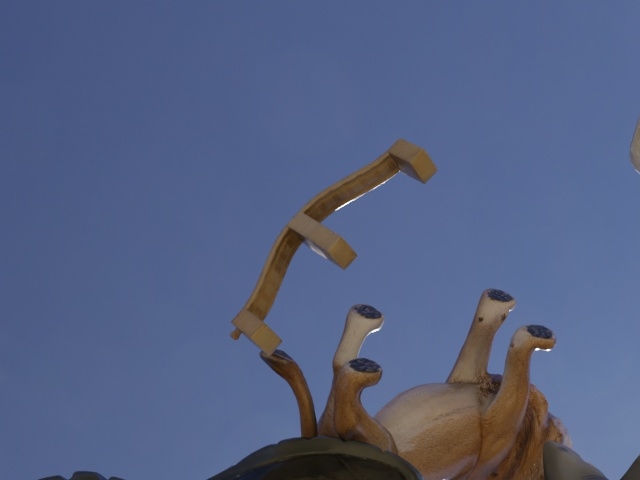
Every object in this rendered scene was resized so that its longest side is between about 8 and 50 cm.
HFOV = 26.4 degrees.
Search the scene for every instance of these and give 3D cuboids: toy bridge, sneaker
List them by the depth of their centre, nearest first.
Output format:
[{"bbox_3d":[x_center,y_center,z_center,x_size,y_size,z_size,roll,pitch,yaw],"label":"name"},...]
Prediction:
[{"bbox_3d":[0.000,0.000,0.978,0.188,0.063,0.026,-47,-52,-7],"label":"toy bridge"},{"bbox_3d":[-0.078,0.251,1.074,0.341,0.125,0.139,-10,-140,-1],"label":"sneaker"}]

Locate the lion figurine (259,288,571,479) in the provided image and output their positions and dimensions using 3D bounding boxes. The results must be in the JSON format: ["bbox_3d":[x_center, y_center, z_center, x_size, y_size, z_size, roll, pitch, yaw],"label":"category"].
[{"bbox_3d":[0.091,0.181,1.238,0.392,0.142,0.240,0,-65,-33],"label":"lion figurine"}]

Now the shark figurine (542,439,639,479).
[{"bbox_3d":[0.249,0.218,1.084,0.116,0.278,0.166,-5,-107,-25],"label":"shark figurine"}]

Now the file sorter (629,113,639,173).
[{"bbox_3d":[0.358,-0.044,0.879,0.278,0.173,0.192,41,-123,-29],"label":"file sorter"}]
